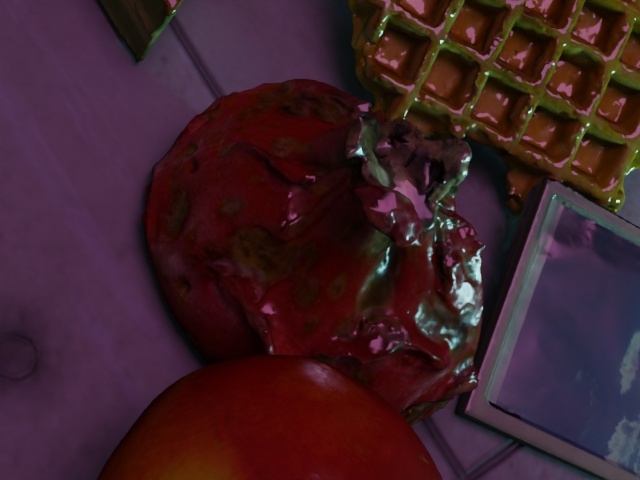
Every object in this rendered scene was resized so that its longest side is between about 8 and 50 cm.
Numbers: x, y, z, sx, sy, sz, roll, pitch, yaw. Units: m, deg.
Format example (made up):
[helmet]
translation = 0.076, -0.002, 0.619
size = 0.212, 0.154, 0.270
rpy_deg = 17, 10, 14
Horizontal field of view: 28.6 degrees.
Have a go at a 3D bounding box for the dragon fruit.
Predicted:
[dragon fruit]
translation = 0.000, 0.000, 0.761
size = 0.262, 0.211, 0.134
rpy_deg = 49, 47, 7

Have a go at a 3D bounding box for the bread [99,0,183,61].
[bread]
translation = -0.086, -0.196, 0.878
size = 0.139, 0.074, 0.084
rpy_deg = -29, 83, -36

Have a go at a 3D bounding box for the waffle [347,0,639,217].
[waffle]
translation = 0.158, -0.152, 0.939
size = 0.281, 0.058, 0.301
rpy_deg = -42, 102, -7

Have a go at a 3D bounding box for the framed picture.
[framed picture]
translation = 0.236, 0.092, 0.926
size = 0.260, 0.023, 0.189
rpy_deg = 27, 73, -16

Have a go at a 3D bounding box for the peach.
[peach]
translation = -0.029, 0.181, 0.665
size = 0.196, 0.190, 0.226
rpy_deg = 25, 51, -32
